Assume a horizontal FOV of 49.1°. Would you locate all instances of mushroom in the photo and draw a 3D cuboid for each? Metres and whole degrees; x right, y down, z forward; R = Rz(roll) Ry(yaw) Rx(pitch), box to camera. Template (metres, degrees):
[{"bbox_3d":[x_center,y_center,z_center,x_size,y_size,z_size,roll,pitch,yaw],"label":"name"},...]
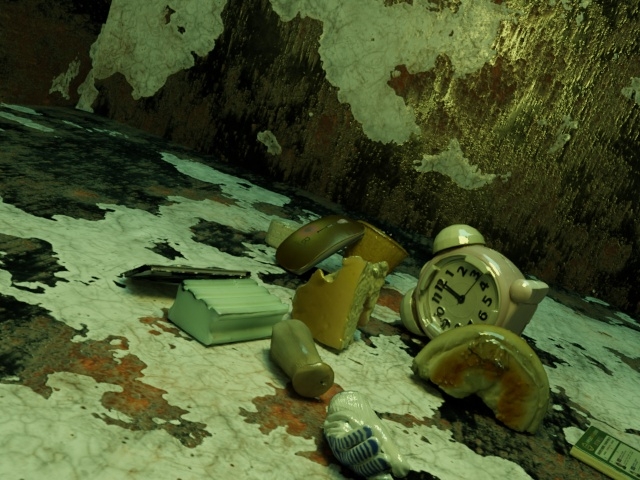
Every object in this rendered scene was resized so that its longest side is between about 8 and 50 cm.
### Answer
[{"bbox_3d":[-0.049,0.228,1.421,0.096,0.108,0.247,-25,20,-8],"label":"mushroom"}]

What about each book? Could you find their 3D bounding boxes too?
[{"bbox_3d":[0.692,0.500,1.522,0.264,0.027,0.202,27,15,29],"label":"book"}]

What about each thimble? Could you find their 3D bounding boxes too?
[{"bbox_3d":[-0.127,-0.016,2.418,0.115,0.090,0.102,21,8,16],"label":"thimble"}]

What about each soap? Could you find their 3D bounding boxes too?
[{"bbox_3d":[-0.196,0.155,1.538,0.150,0.094,0.261,33,15,32],"label":"soap"}]

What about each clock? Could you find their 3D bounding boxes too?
[{"bbox_3d":[0.397,0.156,1.893,0.326,0.342,0.184,36,13,31],"label":"clock"}]

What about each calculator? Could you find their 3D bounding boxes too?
[{"bbox_3d":[-0.313,0.081,1.643,0.274,0.028,0.166,6,-12,-37],"label":"calculator"}]

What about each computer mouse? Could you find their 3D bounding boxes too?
[{"bbox_3d":[0.000,0.000,2.231,0.310,0.071,0.158,-31,41,-27],"label":"computer mouse"}]

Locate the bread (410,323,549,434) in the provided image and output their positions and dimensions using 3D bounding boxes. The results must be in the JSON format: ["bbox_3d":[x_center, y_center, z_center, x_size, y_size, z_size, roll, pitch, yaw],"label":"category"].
[{"bbox_3d":[0.379,0.283,1.601,0.314,0.192,0.171,22,13,12],"label":"bread"}]

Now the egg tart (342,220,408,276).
[{"bbox_3d":[0.176,0.037,2.362,0.215,0.171,0.215,35,-4,3],"label":"egg tart"}]

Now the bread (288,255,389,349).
[{"bbox_3d":[0.023,0.130,1.719,0.211,0.224,0.184,17,3,29],"label":"bread"}]

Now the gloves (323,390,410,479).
[{"bbox_3d":[0.071,0.329,1.148,0.119,0.097,0.229,11,9,-16],"label":"gloves"}]
